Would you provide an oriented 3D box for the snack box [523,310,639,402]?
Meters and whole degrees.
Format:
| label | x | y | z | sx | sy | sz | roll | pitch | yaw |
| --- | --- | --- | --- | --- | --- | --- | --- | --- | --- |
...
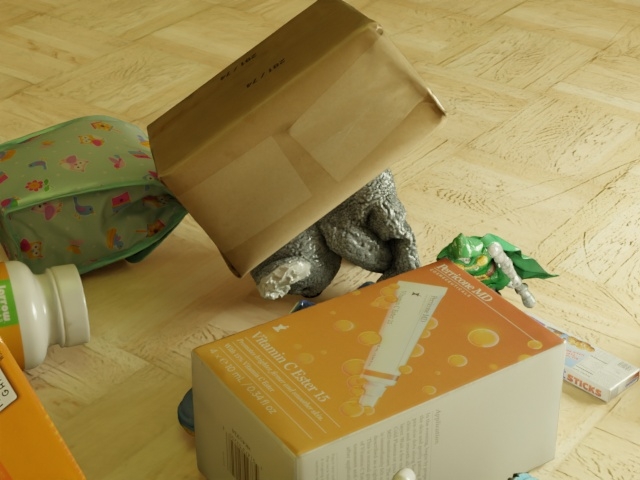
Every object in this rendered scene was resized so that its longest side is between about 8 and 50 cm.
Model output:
| label | x | y | z | sx | sy | sz | roll | pitch | yaw |
| --- | --- | --- | --- | --- | --- | --- | --- | --- | --- |
| snack box | 0.303 | 0.141 | 1.639 | 0.064 | 0.022 | 0.178 | -27 | 40 | -36 |

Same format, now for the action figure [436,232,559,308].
| label | x | y | z | sx | sy | sz | roll | pitch | yaw |
| --- | --- | --- | --- | --- | --- | --- | --- | --- | --- |
| action figure | 0.203 | 0.039 | 1.628 | 0.137 | 0.232 | 0.063 | -20 | 65 | 18 |

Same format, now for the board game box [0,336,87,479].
| label | x | y | z | sx | sy | sz | roll | pitch | yaw |
| --- | --- | --- | --- | --- | --- | --- | --- | --- | --- |
| board game box | -0.425 | 0.225 | 1.093 | 0.356 | 0.356 | 0.357 | -40 | 46 | -22 |

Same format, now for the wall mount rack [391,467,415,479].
| label | x | y | z | sx | sy | sz | roll | pitch | yaw |
| --- | --- | --- | --- | --- | --- | --- | --- | --- | --- |
| wall mount rack | 0.090 | 0.310 | 0.996 | 0.350 | 0.130 | 0.304 | 31 | 22 | 12 |

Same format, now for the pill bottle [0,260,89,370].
| label | x | y | z | sx | sy | sz | roll | pitch | yaw |
| --- | --- | --- | --- | --- | --- | --- | --- | --- | --- |
| pill bottle | -0.411 | 0.099 | 1.602 | 0.246 | 0.136 | 0.136 | -11 | 32 | -17 |

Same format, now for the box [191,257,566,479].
| label | x | y | z | sx | sy | sz | roll | pitch | yaw |
| --- | --- | --- | --- | --- | --- | --- | --- | --- | --- |
| box | 0.062 | 0.181 | 1.433 | 0.345 | 0.168 | 0.215 | -19 | 35 | -29 |

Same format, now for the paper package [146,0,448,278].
| label | x | y | z | sx | sy | sz | roll | pitch | yaw |
| --- | --- | --- | --- | --- | --- | --- | --- | --- | --- |
| paper package | -0.041 | -0.147 | 1.688 | 0.325 | 0.168 | 0.309 | -37 | 20 | 3 |

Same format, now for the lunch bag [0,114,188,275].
| label | x | y | z | sx | sy | sz | roll | pitch | yaw |
| --- | --- | --- | --- | --- | --- | --- | --- | --- | --- |
| lunch bag | -0.330 | -0.065 | 1.862 | 0.262 | 0.160 | 0.223 | -19 | 34 | -18 |

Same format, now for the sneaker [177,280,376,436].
| label | x | y | z | sx | sy | sz | roll | pitch | yaw |
| --- | --- | --- | --- | --- | --- | --- | --- | --- | --- |
| sneaker | -0.039 | 0.132 | 1.554 | 0.297 | 0.131 | 0.112 | -21 | 39 | -29 |

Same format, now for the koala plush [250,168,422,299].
| label | x | y | z | sx | sy | sz | roll | pitch | yaw |
| --- | --- | --- | --- | --- | --- | --- | --- | --- | --- |
| koala plush | 0.000 | 0.000 | 1.741 | 0.221 | 0.203 | 0.196 | -18 | 33 | -6 |

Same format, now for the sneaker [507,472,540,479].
| label | x | y | z | sx | sy | sz | roll | pitch | yaw |
| --- | --- | --- | --- | --- | --- | --- | --- | --- | --- |
| sneaker | 0.202 | 0.319 | 1.264 | 0.125 | 0.104 | 0.262 | 16 | 35 | 22 |
